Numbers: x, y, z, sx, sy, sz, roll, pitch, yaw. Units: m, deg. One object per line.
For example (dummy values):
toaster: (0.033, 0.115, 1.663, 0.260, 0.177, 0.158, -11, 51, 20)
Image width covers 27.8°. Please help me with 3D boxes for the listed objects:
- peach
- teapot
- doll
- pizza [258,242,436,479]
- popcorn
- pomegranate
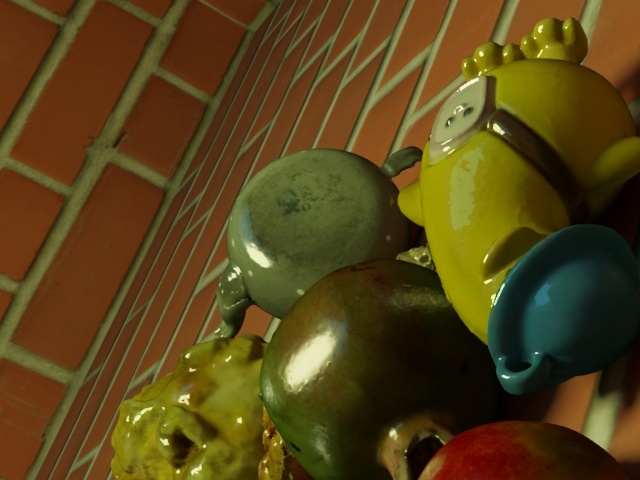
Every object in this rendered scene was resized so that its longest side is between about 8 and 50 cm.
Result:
peach: (0.115, 0.160, 0.762, 0.151, 0.118, 0.151, -27, -25, -14)
teapot: (0.000, 0.000, 1.358, 0.294, 0.193, 0.129, -34, -30, -8)
doll: (0.145, -0.027, 0.934, 0.199, 0.145, 0.363, -21, 35, 25)
pizza: (0.005, 0.123, 1.109, 0.197, 0.058, 0.292, 11, -71, -57)
popcorn: (-0.103, 0.211, 1.334, 0.226, 0.203, 0.200, -21, -19, -9)
pomegranate: (0.057, 0.119, 0.932, 0.181, 0.181, 0.224, -57, 33, 14)
